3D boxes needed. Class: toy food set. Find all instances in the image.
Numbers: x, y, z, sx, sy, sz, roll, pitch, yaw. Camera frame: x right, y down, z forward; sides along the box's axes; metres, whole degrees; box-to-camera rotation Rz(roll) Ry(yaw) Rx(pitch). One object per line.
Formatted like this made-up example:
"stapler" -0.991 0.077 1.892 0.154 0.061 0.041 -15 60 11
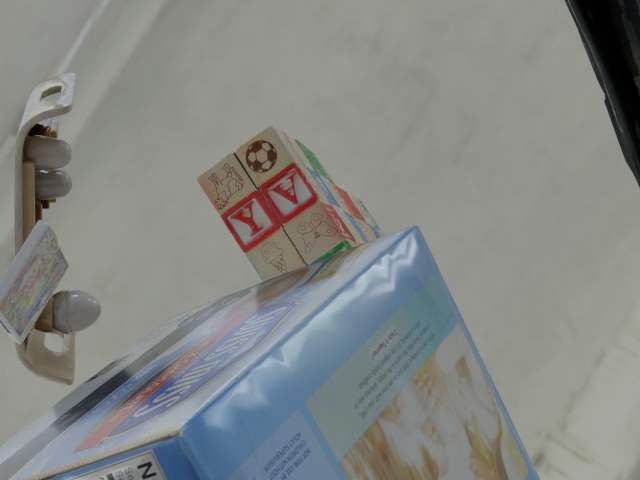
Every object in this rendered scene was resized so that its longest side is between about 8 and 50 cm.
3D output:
"toy food set" -0.286 -0.020 1.547 0.092 0.219 0.306 1 -74 -9

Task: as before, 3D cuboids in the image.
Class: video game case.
"video game case" -0.257 0.039 1.237 0.087 0.011 0.122 -61 -7 -17

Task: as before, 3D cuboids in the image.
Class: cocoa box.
"cocoa box" -0.039 0.172 0.866 0.231 0.228 0.347 64 -151 -6

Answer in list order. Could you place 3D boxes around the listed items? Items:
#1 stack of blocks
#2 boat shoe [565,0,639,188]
"stack of blocks" 0.000 0.000 1.391 0.087 0.171 0.297 -35 -12 8
"boat shoe" 0.210 -0.037 0.711 0.113 0.340 0.127 -6 -17 -35
